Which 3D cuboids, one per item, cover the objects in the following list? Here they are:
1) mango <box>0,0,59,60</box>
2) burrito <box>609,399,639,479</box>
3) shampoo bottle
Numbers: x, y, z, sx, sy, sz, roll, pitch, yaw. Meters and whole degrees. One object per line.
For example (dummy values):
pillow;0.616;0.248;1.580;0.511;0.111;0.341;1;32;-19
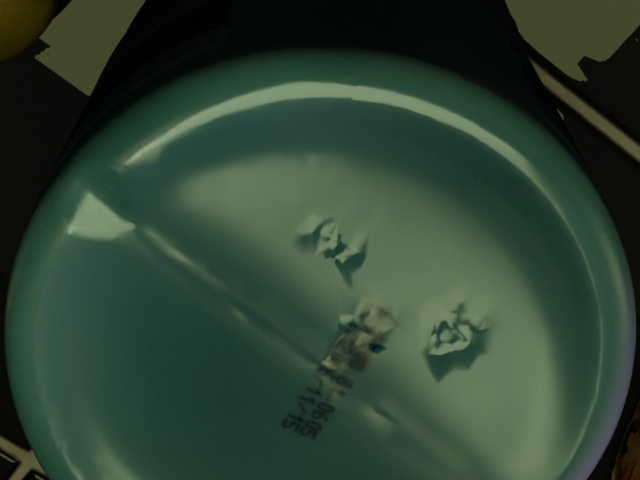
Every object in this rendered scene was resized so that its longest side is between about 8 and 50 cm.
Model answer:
mango;-0.282;-0.208;0.828;0.237;0.091;0.137;39;101;-15
burrito;0.349;0.242;1.013;0.299;0.105;0.143;33;99;-12
shampoo bottle;0.000;0.000;0.780;0.331;0.343;0.331;0;113;-1
